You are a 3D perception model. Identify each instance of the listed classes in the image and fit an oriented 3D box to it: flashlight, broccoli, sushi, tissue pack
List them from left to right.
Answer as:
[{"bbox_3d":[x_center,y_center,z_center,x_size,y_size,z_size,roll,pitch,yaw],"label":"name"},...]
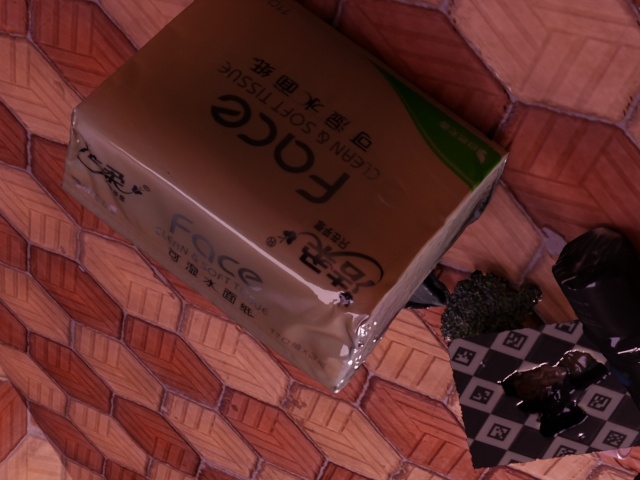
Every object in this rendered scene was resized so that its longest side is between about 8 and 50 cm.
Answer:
[{"bbox_3d":[-0.039,-0.081,1.717,0.405,0.332,0.205,35,147,10],"label":"tissue pack"},{"bbox_3d":[0.245,0.124,1.930,0.204,0.122,0.118,39,170,-29],"label":"broccoli"},{"bbox_3d":[0.287,0.178,1.889,0.231,0.047,0.219,-10,124,8],"label":"sushi"},{"bbox_3d":[0.397,0.165,1.789,0.103,0.103,0.424,6,137,47],"label":"flashlight"}]

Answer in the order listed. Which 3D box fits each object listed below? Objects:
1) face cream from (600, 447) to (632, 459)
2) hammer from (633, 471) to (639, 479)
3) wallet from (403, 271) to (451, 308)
[{"bbox_3d":[0.322,0.232,2.008,0.198,0.057,0.084,16,135,38],"label":"face cream"},{"bbox_3d":[0.531,0.411,1.923,0.168,0.044,0.440,-2,145,47],"label":"hammer"},{"bbox_3d":[0.000,0.000,2.058,0.342,0.075,0.237,1,139,47],"label":"wallet"}]
